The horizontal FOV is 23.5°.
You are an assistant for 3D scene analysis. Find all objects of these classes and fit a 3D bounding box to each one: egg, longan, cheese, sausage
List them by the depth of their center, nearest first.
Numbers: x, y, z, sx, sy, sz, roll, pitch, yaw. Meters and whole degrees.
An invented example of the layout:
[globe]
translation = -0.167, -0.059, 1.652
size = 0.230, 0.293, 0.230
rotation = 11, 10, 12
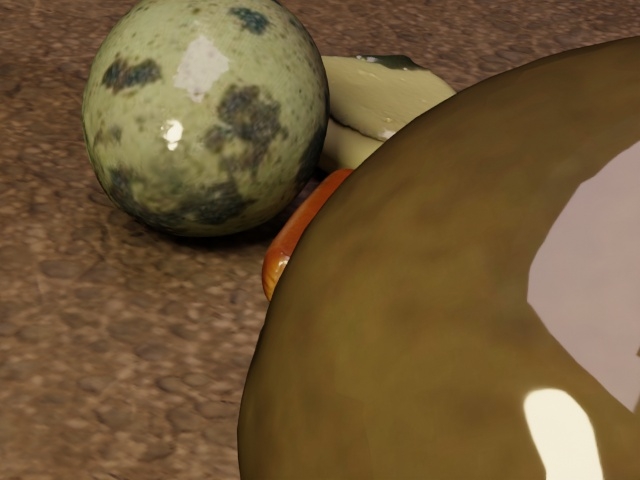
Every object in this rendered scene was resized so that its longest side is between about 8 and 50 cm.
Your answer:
[longan]
translation = 0.120, 0.053, 0.535
size = 0.300, 0.243, 0.300
rotation = -26, 24, 13
[sausage]
translation = 0.000, 0.000, 0.854
size = 0.041, 0.039, 0.131
rotation = 20, 30, 10
[egg]
translation = -0.065, -0.070, 0.867
size = 0.141, 0.141, 0.182
rotation = 8, 29, 3
[cheese]
translation = 0.057, -0.049, 0.950
size = 0.127, 0.054, 0.251
rotation = -3, 29, -19
